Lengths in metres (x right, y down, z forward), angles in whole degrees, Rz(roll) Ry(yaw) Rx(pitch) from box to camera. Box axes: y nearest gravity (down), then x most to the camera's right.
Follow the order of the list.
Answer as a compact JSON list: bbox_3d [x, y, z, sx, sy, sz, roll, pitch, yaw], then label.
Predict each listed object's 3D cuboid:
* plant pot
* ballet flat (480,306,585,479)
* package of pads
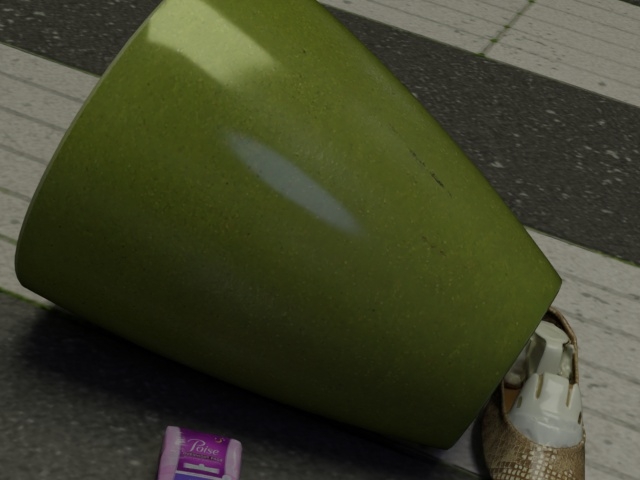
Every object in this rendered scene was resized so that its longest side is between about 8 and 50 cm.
[{"bbox_3d":[0.000,0.000,0.992,0.293,0.274,0.275,34,30,6],"label":"plant pot"},{"bbox_3d":[0.147,0.107,1.026,0.073,0.067,0.206,12,27,-4],"label":"ballet flat"},{"bbox_3d":[-0.073,0.147,0.887,0.050,0.032,0.083,14,27,-6],"label":"package of pads"}]
